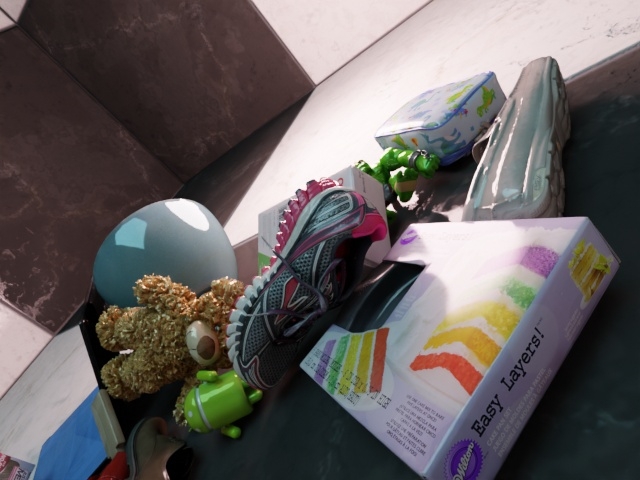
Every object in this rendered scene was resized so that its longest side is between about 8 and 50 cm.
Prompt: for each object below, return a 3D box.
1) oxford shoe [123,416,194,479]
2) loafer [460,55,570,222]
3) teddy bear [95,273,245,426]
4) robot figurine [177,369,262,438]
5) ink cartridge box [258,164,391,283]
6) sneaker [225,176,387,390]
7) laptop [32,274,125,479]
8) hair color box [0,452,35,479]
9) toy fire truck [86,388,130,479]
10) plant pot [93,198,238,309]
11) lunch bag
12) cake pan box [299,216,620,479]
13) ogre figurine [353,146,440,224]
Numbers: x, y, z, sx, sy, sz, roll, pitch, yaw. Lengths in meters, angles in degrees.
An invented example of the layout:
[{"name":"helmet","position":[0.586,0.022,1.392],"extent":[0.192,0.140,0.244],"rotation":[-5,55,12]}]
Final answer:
[{"name":"oxford shoe","position":[-0.229,0.326,0.602],"extent":[0.096,0.083,0.227],"rotation":[-23,17,-16]},{"name":"loafer","position":[0.257,-0.131,0.540],"extent":[0.111,0.112,0.320],"rotation":[-6,44,41]},{"name":"teddy bear","position":[-0.252,0.172,0.679],"extent":[0.337,0.113,0.245],"rotation":[3,82,25]},{"name":"robot figurine","position":[-0.142,0.229,0.589],"extent":[0.115,0.101,0.067],"rotation":[-22,6,-9]},{"name":"ink cartridge box","position":[0.000,0.000,0.670],"extent":[0.219,0.092,0.161],"rotation":[-22,62,37]},{"name":"sneaker","position":[-0.026,0.071,0.530],"extent":[0.112,0.120,0.299],"rotation":[35,107,36]},{"name":"laptop","position":[-0.563,0.335,0.893],"extent":[0.236,0.409,0.382],"rotation":[-15,15,-24]},{"name":"hair color box","position":[-0.727,0.613,0.769],"extent":[0.375,0.113,0.185],"rotation":[-51,25,0]},{"name":"toy fire truck","position":[-0.371,0.386,0.627],"extent":[0.217,0.158,0.246],"rotation":[-36,16,16]},{"name":"plant pot","position":[-0.289,0.086,0.872],"extent":[0.195,0.290,0.290],"rotation":[38,80,29]},{"name":"lunch bag","position":[0.218,-0.220,0.758],"extent":[0.176,0.090,0.219],"rotation":[-45,24,-14]},{"name":"cake pan box","position":[0.113,0.087,0.429],"extent":[0.246,0.070,0.267],"rotation":[-48,17,-13]},{"name":"ogre figurine","position":[0.106,-0.090,0.730],"extent":[0.197,0.096,0.118],"rotation":[-63,31,25]}]
